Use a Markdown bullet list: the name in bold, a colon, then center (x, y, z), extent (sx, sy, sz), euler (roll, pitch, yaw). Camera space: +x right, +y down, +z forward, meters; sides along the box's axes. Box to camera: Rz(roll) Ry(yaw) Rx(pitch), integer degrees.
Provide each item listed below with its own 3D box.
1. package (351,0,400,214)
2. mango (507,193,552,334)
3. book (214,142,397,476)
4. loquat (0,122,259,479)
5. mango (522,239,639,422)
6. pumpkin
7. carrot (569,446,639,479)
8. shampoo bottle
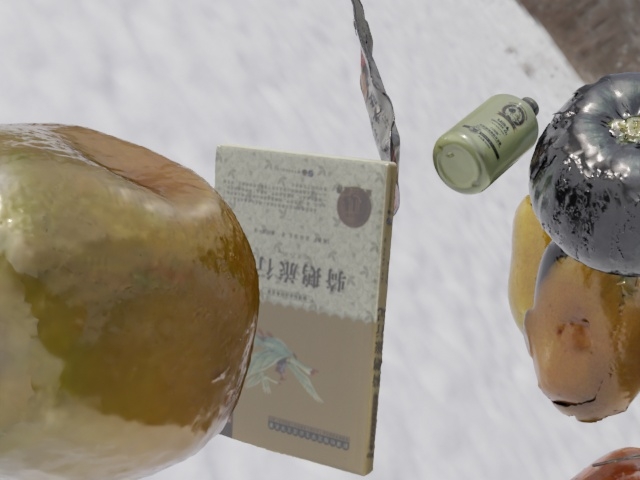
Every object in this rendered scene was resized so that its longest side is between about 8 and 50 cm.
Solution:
- **package**: center (0.067, -0.161, 1.365), extent (0.154, 0.030, 0.239), euler (71, 6, -71)
- **mango**: center (0.368, 0.054, 1.791), extent (0.130, 0.167, 0.262), euler (2, 81, -66)
- **book**: center (-0.029, 0.065, 1.185), extent (0.021, 0.217, 0.310), euler (-7, 103, -55)
- **loquat**: center (-0.188, 0.051, 0.822), extent (0.276, 0.276, 0.284), euler (58, 20, 12)
- **mango**: center (0.386, 0.112, 1.603), extent (0.152, 0.287, 0.201), euler (-13, 36, -44)
- **pumpkin**: center (0.334, -0.070, 1.237), extent (0.163, 0.233, 0.233), euler (68, 2, -46)
- **carrot**: center (0.479, 0.425, 1.816), extent (0.214, 0.331, 0.193), euler (59, -1, -3)
- **shampoo bottle**: center (0.201, -0.120, 1.337), extent (0.162, 0.079, 0.079), euler (-38, 93, -38)
